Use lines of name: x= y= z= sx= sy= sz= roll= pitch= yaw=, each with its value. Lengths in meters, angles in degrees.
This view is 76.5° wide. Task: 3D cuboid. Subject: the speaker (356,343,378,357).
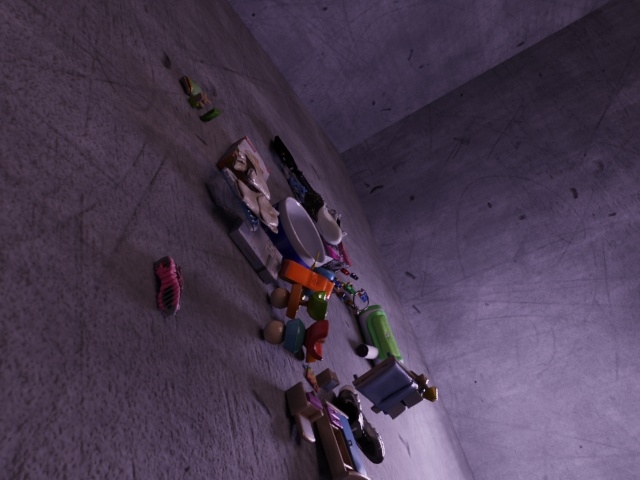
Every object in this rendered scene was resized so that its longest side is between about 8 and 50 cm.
speaker: x=0.194 y=0.457 z=1.669 sx=0.136 sy=0.055 sz=0.055 roll=36 pitch=31 yaw=-60

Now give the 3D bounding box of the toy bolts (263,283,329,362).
toy bolts: x=-0.072 y=0.243 z=1.091 sx=0.228 sy=0.158 sz=0.218 roll=-96 pitch=-163 yaw=-76

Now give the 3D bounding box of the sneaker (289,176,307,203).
sneaker: x=-0.096 y=-0.234 z=1.868 sx=0.144 sy=0.059 sz=0.053 roll=62 pitch=16 yaw=5

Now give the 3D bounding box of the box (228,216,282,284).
box: x=-0.184 y=0.017 z=1.186 sx=0.186 sy=0.038 sz=0.145 roll=58 pitch=16 yaw=-22

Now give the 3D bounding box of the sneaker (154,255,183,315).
sneaker: x=-0.274 y=0.088 z=0.762 sx=0.057 sy=0.047 sz=0.119 roll=60 pitch=11 yaw=-60

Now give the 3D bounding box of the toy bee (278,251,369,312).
toy bee: x=-0.021 y=0.154 z=1.290 sx=0.298 sy=0.195 sz=0.162 roll=49 pitch=-24 yaw=-16

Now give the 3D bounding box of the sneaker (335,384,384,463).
sneaker: x=0.107 y=0.550 z=1.188 sx=0.234 sy=0.078 sz=0.106 roll=62 pitch=17 yaw=12

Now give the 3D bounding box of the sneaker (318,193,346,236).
sneaker: x=0.051 y=-0.118 z=2.049 sx=0.105 sy=0.115 sz=0.281 roll=26 pitch=40 yaw=-66

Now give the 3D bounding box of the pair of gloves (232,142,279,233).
pair of gloves: x=-0.181 y=-0.146 z=1.166 sx=0.204 sy=0.042 sz=0.240 roll=51 pitch=15 yaw=-48

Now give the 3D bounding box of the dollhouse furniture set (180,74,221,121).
dollhouse furniture set: x=-0.377 y=-0.460 z=1.290 sx=0.152 sy=0.058 sz=0.076 roll=68 pitch=20 yaw=4

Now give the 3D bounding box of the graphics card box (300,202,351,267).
graphics card box: x=0.000 y=0.000 z=1.725 sx=0.371 sy=0.094 sz=0.233 roll=25 pitch=41 yaw=-64

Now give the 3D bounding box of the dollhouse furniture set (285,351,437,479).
dollhouse furniture set: x=0.133 y=0.420 z=0.986 sx=0.286 sy=0.303 sz=0.198 roll=50 pitch=7 yaw=-39

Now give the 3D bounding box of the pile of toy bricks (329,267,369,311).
pile of toy bricks: x=0.115 y=0.206 z=1.779 sx=0.212 sy=0.118 sz=0.105 roll=48 pitch=-13 yaw=-19

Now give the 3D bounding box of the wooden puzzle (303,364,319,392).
wooden puzzle: x=-0.024 y=0.387 z=1.150 sx=0.083 sy=0.006 sz=0.049 roll=58 pitch=16 yaw=-17

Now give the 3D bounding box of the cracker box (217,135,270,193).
cracker box: x=-0.248 y=-0.240 z=1.352 sx=0.156 sy=0.067 sz=0.232 roll=57 pitch=15 yaw=-24

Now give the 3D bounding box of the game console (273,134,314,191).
game console: x=-0.108 y=-0.330 z=1.943 sx=0.361 sy=0.044 sz=0.213 roll=54 pitch=7 yaw=-30

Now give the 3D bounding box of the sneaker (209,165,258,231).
sneaker: x=-0.238 y=-0.101 z=1.114 sx=0.191 sy=0.083 sz=0.071 roll=61 pitch=7 yaw=1

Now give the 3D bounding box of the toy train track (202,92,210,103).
toy train track: x=-0.402 y=-0.483 z=1.356 sx=0.083 sy=0.014 sz=0.048 roll=35 pitch=38 yaw=-50

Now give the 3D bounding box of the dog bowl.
dog bowl: x=-0.092 y=-0.013 z=1.416 sx=0.265 sy=0.104 sz=0.265 roll=56 pitch=16 yaw=-25

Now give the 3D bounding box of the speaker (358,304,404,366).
speaker: x=0.266 y=0.442 z=1.802 sx=0.131 sy=0.131 sz=0.296 roll=39 pitch=28 yaw=-57

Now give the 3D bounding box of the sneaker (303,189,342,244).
sneaker: x=0.004 y=-0.086 z=1.587 sx=0.237 sy=0.085 sz=0.086 roll=60 pitch=-9 yaw=3
